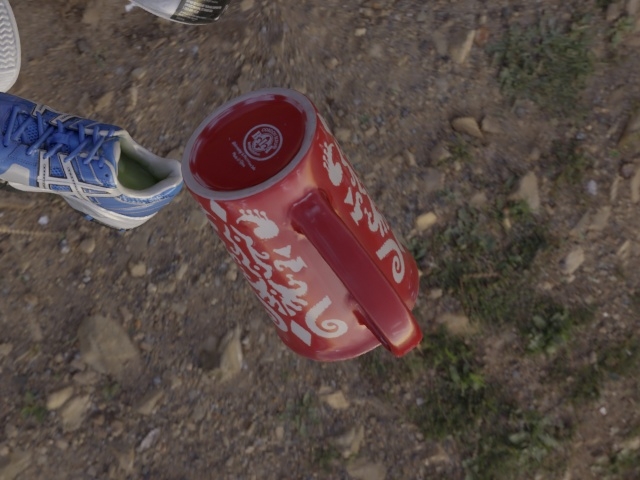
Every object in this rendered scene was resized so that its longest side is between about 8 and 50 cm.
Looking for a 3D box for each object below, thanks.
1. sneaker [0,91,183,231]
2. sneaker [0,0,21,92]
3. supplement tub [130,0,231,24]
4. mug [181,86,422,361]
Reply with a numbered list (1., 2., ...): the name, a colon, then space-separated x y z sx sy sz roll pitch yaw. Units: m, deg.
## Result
1. sneaker: -0.200 -0.074 0.682 0.081 0.080 0.211 -21 152 39
2. sneaker: -0.438 -0.280 0.974 0.094 0.151 0.256 -42 122 -28
3. supplement tub: -0.130 -0.423 0.984 0.193 0.194 0.316 29 116 -10
4. mug: 0.002 -0.008 0.569 0.150 0.113 0.169 10 148 33
